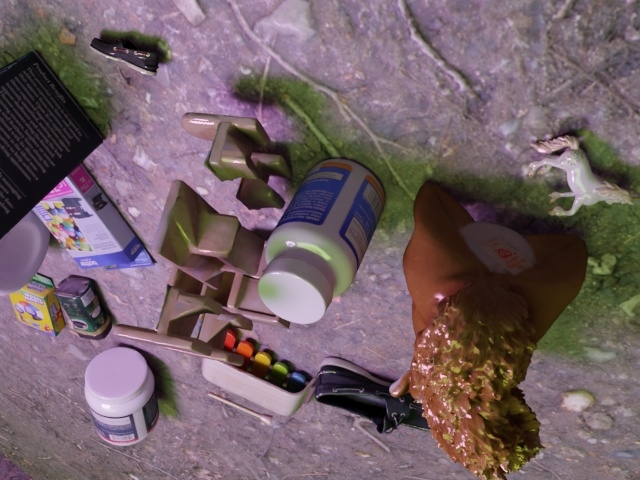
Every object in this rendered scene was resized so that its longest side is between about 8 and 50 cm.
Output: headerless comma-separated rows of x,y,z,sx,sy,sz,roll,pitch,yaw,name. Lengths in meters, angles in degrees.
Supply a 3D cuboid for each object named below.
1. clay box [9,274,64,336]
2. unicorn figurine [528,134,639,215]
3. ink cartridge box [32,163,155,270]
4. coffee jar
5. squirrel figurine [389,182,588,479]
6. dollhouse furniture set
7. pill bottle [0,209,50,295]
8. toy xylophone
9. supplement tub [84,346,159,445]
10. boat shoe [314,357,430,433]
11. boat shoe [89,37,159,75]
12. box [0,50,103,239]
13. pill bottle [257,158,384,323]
-0.806,0.173,1.765,0.127,0.053,0.222,19,138,8,clay box
0.379,-0.084,0.913,0.111,0.060,0.162,-22,119,40,unicorn figurine
-0.533,-0.034,1.423,0.185,0.065,0.311,-7,129,32,ink cartridge box
-0.627,0.185,1.666,0.096,0.079,0.185,7,133,17,coffee jar
0.223,0.179,1.000,0.280,0.397,0.371,17,128,4,squirrel figurine
-0.211,0.021,1.112,0.256,0.363,0.394,8,164,17,dollhouse furniture set
-0.871,-0.037,1.461,0.407,0.229,0.229,17,137,12,pill bottle
-0.178,0.358,1.607,0.322,0.081,0.236,30,138,-3,toy xylophone
-0.576,0.455,1.821,0.191,0.191,0.272,19,137,9,supplement tub
0.142,0.390,1.453,0.339,0.113,0.127,26,137,2,boat shoe
-0.330,-0.319,1.057,0.132,0.049,0.042,23,110,14,boat shoe
-0.657,-0.127,1.143,0.293,0.396,0.212,-10,125,33,box
0.000,0.000,1.028,0.152,0.272,0.152,14,136,14,pill bottle
